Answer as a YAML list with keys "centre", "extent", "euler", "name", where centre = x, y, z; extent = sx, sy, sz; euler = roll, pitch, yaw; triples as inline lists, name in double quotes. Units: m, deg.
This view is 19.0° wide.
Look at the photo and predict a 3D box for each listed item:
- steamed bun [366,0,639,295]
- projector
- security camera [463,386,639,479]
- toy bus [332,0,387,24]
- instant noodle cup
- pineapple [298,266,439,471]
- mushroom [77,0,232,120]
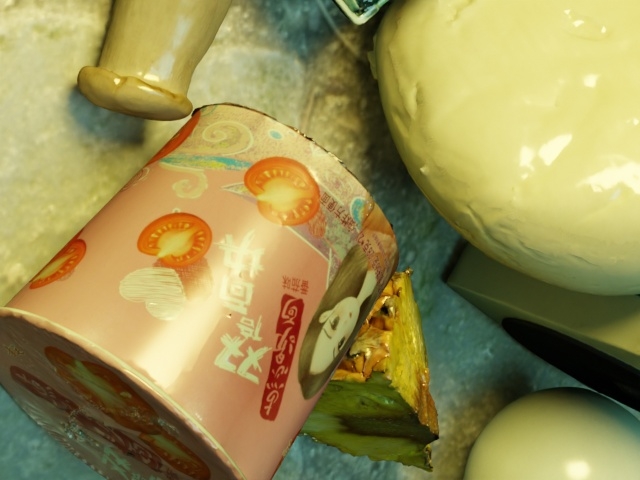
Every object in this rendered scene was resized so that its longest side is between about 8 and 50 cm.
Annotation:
- centre: [0.223, -0.099, 1.508]
  extent: [0.333, 0.312, 0.233]
  euler: [-17, 157, 0]
  name: "steamed bun"
- centre: [0.274, 0.093, 1.652]
  extent: [0.257, 0.259, 0.079]
  euler: [36, 79, -42]
  name: "projector"
- centre: [0.212, 0.247, 1.698]
  extent: [0.194, 0.194, 0.236]
  euler: [-10, 108, -38]
  name: "security camera"
- centre: [0.074, -0.290, 1.405]
  extent: [0.256, 0.147, 0.128]
  euler: [-39, 122, -4]
  name: "toy bus"
- centre: [-0.080, 0.050, 1.360]
  extent: [0.231, 0.243, 0.243]
  euler: [-53, 131, -23]
  name: "instant noodle cup"
- centre: [0.012, 0.094, 1.538]
  extent: [0.250, 0.164, 0.140]
  euler: [50, 39, -61]
  name: "pineapple"
- centre: [-0.099, -0.204, 1.350]
  extent: [0.108, 0.096, 0.247]
  euler: [-9, 115, -65]
  name: "mushroom"
